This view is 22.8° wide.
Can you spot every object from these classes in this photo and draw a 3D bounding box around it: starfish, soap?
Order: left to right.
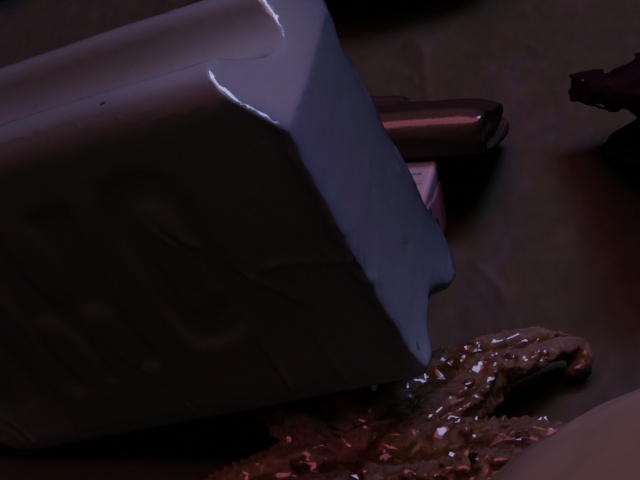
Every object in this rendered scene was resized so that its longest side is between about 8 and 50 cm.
[{"bbox_3d":[-0.103,0.002,0.736,0.289,0.173,0.095,-13,32,27],"label":"soap"},{"bbox_3d":[0.044,0.098,0.679,0.231,0.048,0.295,-14,26,1],"label":"starfish"}]

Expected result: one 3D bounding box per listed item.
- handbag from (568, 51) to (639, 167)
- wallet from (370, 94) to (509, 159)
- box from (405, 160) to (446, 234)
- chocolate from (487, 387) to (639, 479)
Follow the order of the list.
[{"bbox_3d":[0.251,-0.094,0.832,0.203,0.074,0.216,-23,7,-3],"label":"handbag"},{"bbox_3d":[0.029,-0.062,0.920,0.153,0.038,0.118,-3,10,16],"label":"wallet"},{"bbox_3d":[0.000,0.000,0.859,0.125,0.043,0.089,-1,34,18],"label":"box"},{"bbox_3d":[0.103,0.168,0.314,0.314,0.326,0.297,-39,19,35],"label":"chocolate"}]
